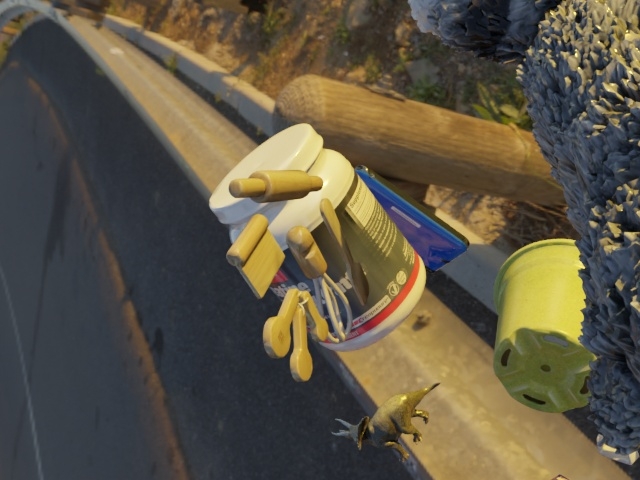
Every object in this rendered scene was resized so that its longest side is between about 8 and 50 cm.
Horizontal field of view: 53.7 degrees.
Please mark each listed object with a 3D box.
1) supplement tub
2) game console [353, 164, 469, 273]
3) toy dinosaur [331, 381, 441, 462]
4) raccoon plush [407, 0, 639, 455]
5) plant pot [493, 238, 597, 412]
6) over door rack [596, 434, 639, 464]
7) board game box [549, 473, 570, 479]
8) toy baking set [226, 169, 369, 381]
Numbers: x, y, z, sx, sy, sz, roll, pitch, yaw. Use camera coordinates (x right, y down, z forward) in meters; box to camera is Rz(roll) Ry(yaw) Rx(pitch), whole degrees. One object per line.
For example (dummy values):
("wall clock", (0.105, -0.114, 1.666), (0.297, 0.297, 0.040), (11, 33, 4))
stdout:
("supplement tub", (0.000, 0.000, 0.858), (0.191, 0.272, 0.191), (-33, 24, 16))
("game console", (0.190, -0.081, 1.426), (0.173, 0.293, 0.250), (-57, 4, -27))
("toy dinosaur", (0.197, 0.484, 1.683), (0.313, 0.160, 0.121), (-42, 26, 16))
("raccoon plush", (0.179, -0.052, 0.472), (0.299, 0.216, 0.446), (-46, 40, -16))
("plant pot", (0.440, 0.174, 1.183), (0.276, 0.254, 0.276), (12, 120, 22))
("over door rack", (0.502, 0.143, 0.867), (0.108, 0.239, 0.324), (31, 142, 48))
("board game box", (0.352, 0.483, 1.017), (0.048, 0.141, 0.170), (23, 119, 51))
("toy baking set", (-0.018, 0.024, 0.623), (0.030, 0.256, 0.196), (-7, 97, 25))
